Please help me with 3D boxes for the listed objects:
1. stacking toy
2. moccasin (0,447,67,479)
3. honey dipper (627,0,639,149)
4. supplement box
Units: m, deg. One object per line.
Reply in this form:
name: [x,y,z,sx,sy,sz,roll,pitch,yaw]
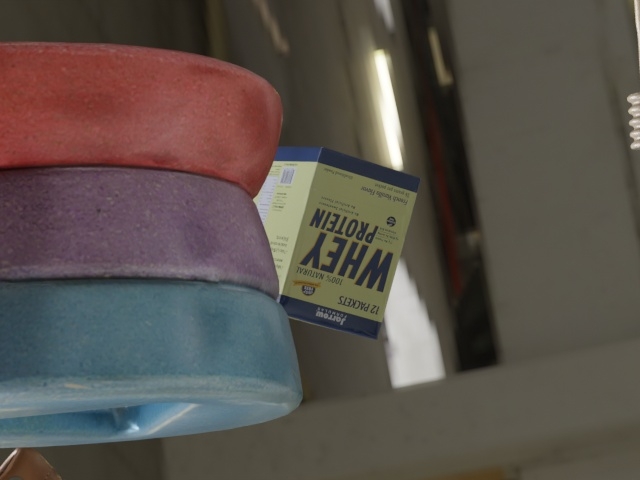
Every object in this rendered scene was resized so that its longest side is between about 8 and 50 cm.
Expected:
stacking toy: [-0.163,0.022,0.441,0.309,0.279,0.130,17,-112,-63]
moccasin: [-0.304,0.283,1.164,0.147,0.380,0.139,51,177,-9]
honey dipper: [0.220,-0.142,1.243,0.030,0.030,0.161,7,-100,-80]
supplement box: [0.000,0.000,0.923,0.083,0.056,0.083,8,82,69]
